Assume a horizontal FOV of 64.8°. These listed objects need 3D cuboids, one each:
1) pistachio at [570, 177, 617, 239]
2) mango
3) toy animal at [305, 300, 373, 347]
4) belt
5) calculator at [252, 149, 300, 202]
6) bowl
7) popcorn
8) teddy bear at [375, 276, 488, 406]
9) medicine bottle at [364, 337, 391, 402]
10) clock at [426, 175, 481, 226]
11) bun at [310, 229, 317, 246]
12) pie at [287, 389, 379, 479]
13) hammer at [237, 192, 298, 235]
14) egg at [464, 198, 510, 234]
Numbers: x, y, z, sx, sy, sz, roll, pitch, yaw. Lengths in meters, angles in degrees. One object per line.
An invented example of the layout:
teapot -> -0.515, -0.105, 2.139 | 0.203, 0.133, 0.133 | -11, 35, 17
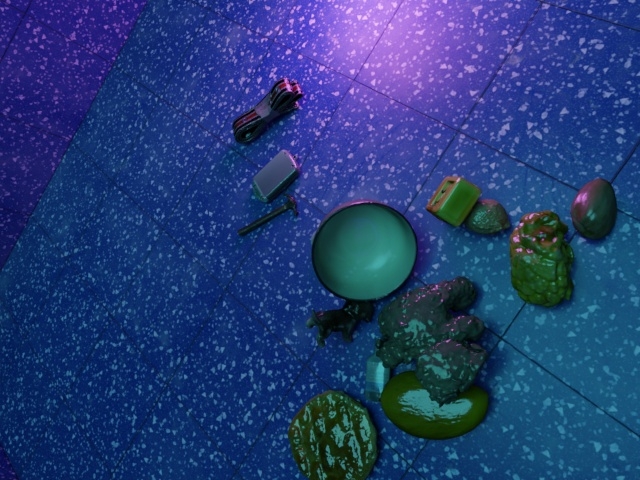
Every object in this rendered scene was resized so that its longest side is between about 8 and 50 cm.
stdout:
pistachio -> 0.784, -0.094, 1.441 | 0.126, 0.108, 0.186 | 13, 78, 8
mango -> 0.338, 0.511, 1.544 | 0.331, 0.142, 0.196 | 7, 88, 30
toy animal -> 0.064, 0.270, 1.745 | 0.121, 0.233, 0.169 | 58, 149, 37
belt -> -0.232, -0.541, 2.117 | 0.359, 0.126, 0.094 | -33, 63, 21
calculator -> -0.184, -0.265, 2.071 | 0.246, 0.045, 0.141 | -42, 61, 16
bowl -> 0.137, 0.012, 1.705 | 0.354, 0.353, 0.185 | -47, 17, 13
popcorn -> 0.624, 0.045, 1.431 | 0.173, 0.225, 0.286 | -4, 79, 26
teddy bear -> 0.337, 0.314, 1.518 | 0.357, 0.224, 0.368 | -28, 57, 21
medicine bottle -> 0.196, 0.433, 1.693 | 0.090, 0.053, 0.209 | -1, 77, 31
clock -> 0.419, -0.126, 1.597 | 0.096, 0.202, 0.144 | 30, 98, -4
bun -> 0.000, 0.000, 1.907 | 0.083, 0.045, 0.084 | -9, 72, 28
pie -> 0.046, 0.680, 1.714 | 0.339, 0.083, 0.340 | -8, 73, 27
hammer -> -0.223, -0.093, 2.069 | 0.297, 0.027, 0.125 | -30, 67, 22
egg -> 0.520, -0.071, 1.580 | 0.139, 0.116, 0.118 | -4, 57, -3
